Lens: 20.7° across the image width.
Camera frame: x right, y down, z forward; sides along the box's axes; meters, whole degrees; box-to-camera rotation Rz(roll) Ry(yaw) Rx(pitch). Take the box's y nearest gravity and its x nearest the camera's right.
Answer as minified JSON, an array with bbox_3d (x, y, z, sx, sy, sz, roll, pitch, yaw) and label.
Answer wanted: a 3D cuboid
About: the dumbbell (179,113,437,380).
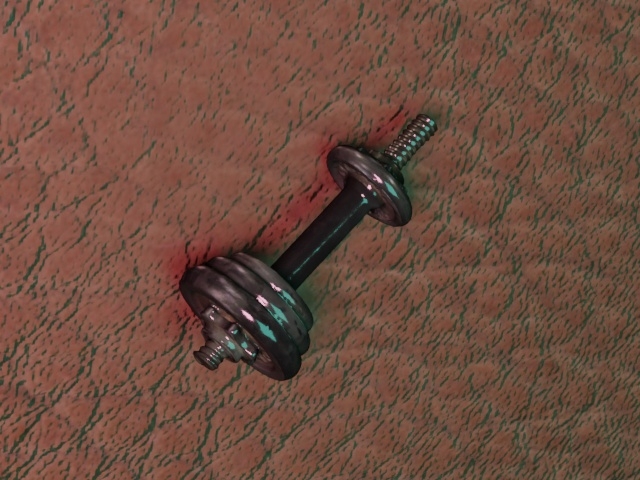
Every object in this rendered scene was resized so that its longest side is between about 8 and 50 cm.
[{"bbox_3d":[0.000,0.000,1.290,0.254,0.110,0.110,-46,129,-16],"label":"dumbbell"}]
